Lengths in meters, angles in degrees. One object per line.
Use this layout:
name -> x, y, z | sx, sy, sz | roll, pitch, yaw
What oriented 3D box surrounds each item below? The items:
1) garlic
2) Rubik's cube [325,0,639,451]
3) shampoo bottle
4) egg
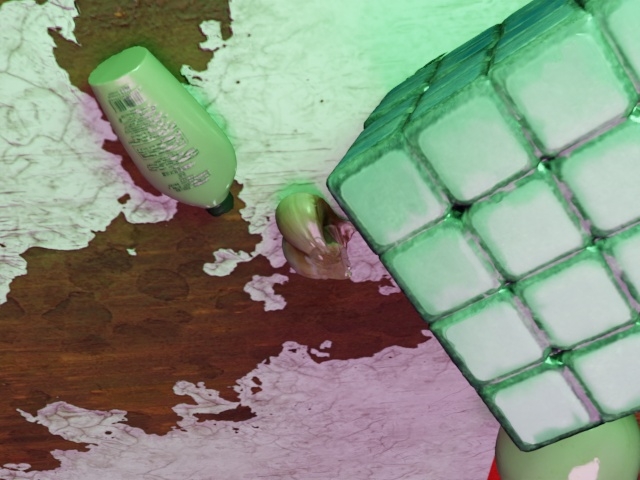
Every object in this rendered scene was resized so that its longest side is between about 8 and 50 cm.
garlic -> -0.006, -0.007, 0.988 | 0.124, 0.099, 0.174 | 3, 138, 23
Rubik's cube -> 0.260, -0.061, 0.667 | 0.345, 0.337, 0.343 | -31, 103, 26
shampoo bottle -> -0.186, -0.124, 0.843 | 0.127, 0.078, 0.256 | -20, 134, 11
egg -> 0.522, 0.437, 1.384 | 0.283, 0.283, 0.344 | 6, 126, -11
